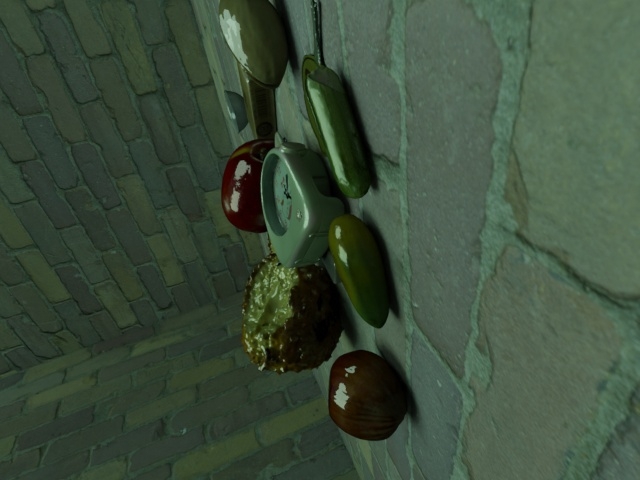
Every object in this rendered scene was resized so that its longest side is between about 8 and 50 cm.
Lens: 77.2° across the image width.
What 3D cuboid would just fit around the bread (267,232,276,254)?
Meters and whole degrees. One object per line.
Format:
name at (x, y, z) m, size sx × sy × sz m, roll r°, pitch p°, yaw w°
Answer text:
bread at (-0.134, -0.067, 1.472) m, size 0.129 × 0.134 × 0.260 m, roll -28°, pitch 77°, yaw 65°

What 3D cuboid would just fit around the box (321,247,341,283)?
box at (0.014, -0.002, 1.096) m, size 0.103 × 0.055 × 0.244 m, roll 87°, pitch 160°, yaw -51°

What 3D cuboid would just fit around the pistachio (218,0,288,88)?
pistachio at (-0.144, -0.457, 0.903) m, size 0.226 × 0.135 × 0.136 m, roll 68°, pitch 169°, yaw -15°

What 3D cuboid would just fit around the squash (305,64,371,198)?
squash at (0.033, -0.188, 0.699) m, size 0.069 × 0.069 × 0.239 m, roll -173°, pitch 63°, yaw -77°

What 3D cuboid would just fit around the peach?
peach at (-0.229, -0.158, 1.304) m, size 0.258 × 0.201 × 0.362 m, roll 55°, pitch 132°, yaw 23°

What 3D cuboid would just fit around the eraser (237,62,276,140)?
eraser at (-0.205, -0.447, 1.326) m, size 0.343 × 0.078 × 0.144 m, roll 95°, pitch 155°, yaw -62°

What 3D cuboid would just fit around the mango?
mango at (0.079, 0.061, 0.826) m, size 0.137 × 0.091 × 0.238 m, roll -125°, pitch 19°, yaw -69°

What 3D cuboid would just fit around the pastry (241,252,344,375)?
pastry at (-0.079, 0.245, 1.311) m, size 0.337 × 0.292 × 0.405 m, roll 47°, pitch -147°, yaw -44°

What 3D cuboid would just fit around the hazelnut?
hazelnut at (0.114, 0.372, 0.984) m, size 0.186 × 0.210 × 0.210 m, roll -58°, pitch -48°, yaw -75°

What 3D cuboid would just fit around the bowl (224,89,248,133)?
bowl at (-0.353, -0.575, 1.762) m, size 0.189 × 0.086 × 0.189 m, roll 160°, pitch 90°, yaw -77°

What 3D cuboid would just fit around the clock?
clock at (-0.066, -0.115, 1.022) m, size 0.324 × 0.108 × 0.265 m, roll 70°, pitch 152°, yaw 25°

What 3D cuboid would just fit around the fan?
fan at (0.000, -0.299, 0.806) m, size 0.335 × 0.011 × 0.230 m, roll 84°, pitch 162°, yaw -52°
